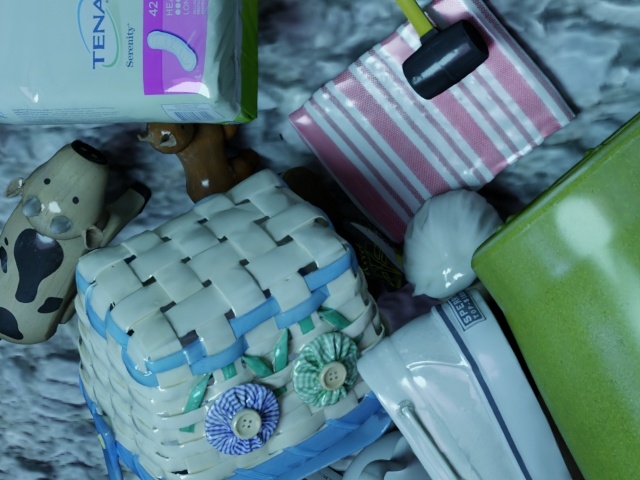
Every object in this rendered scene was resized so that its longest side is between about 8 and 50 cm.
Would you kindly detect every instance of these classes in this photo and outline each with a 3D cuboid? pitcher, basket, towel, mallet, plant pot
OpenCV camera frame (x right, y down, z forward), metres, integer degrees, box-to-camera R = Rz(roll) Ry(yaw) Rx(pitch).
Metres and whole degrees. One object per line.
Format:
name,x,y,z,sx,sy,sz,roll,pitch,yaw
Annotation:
pitcher,0.065,0.231,1.157,0.125,0.207,0.178,9,119,15
basket,-0.066,0.114,1.064,0.201,0.255,0.289,46,158,38
towel,0.085,-0.100,1.082,0.197,0.029,0.144,-36,101,29
mallet,0.046,-0.191,1.023,0.062,0.039,0.190,-43,83,24
plant pot,0.302,0.069,0.931,0.353,0.366,0.366,51,122,4

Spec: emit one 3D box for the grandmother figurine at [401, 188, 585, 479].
grandmother figurine,0.161,0.114,1.111,0.208,0.104,0.342,-29,109,-4

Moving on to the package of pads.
package of pads,-0.163,-0.233,0.992,0.229,0.101,0.296,0,89,18

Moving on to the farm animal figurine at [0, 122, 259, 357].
farm animal figurine,-0.237,-0.039,1.145,0.330,0.172,0.327,20,122,10

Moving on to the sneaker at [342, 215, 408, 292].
sneaker,0.046,0.014,1.140,0.083,0.031,0.035,42,98,-18

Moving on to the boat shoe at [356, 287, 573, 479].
boat shoe,0.122,0.223,1.018,0.156,0.136,0.367,-26,113,1

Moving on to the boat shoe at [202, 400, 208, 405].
boat shoe,-0.117,0.184,1.307,0.035,0.035,0.100,33,132,34

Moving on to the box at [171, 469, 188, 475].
box,-0.095,0.423,1.208,0.343,0.312,0.179,40,123,-1

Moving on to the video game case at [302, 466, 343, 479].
video game case,0.017,0.344,1.334,0.210,0.042,0.232,31,123,3

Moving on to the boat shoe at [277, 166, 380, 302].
boat shoe,0.000,0.000,1.155,0.049,0.056,0.152,3,130,48
